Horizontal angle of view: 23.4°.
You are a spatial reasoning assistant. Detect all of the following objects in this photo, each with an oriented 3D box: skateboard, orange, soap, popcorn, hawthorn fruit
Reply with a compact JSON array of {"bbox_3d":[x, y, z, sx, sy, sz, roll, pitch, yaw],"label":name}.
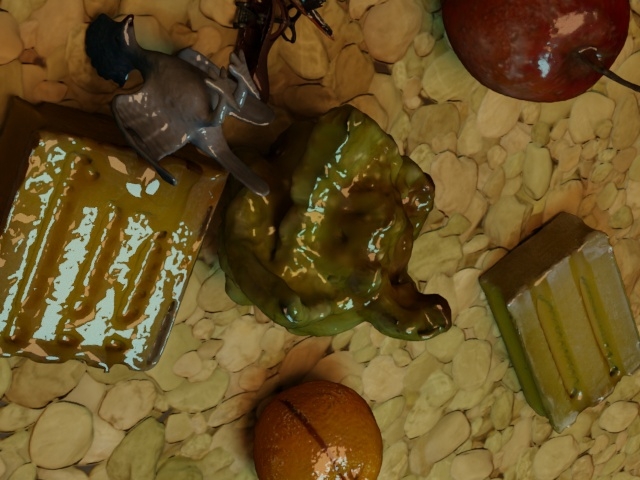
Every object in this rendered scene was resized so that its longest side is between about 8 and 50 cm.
[{"bbox_3d":[-0.069,-0.229,1.845,0.080,0.067,0.151,0,111,-46],"label":"skateboard"},{"bbox_3d":[0.000,0.288,2.113,0.193,0.161,0.193,-17,120,-32],"label":"orange"},{"bbox_3d":[0.370,0.125,2.339,0.199,0.091,0.315,-39,130,-13],"label":"soap"},{"bbox_3d":[-0.008,-0.008,1.857,0.325,0.290,0.321,-56,128,-39],"label":"popcorn"},{"bbox_3d":[-0.266,0.001,1.771,0.259,0.143,0.281,12,107,-35],"label":"soap"},{"bbox_3d":[0.275,-0.289,1.951,0.235,0.263,0.231,-2,95,-6],"label":"hawthorn fruit"}]

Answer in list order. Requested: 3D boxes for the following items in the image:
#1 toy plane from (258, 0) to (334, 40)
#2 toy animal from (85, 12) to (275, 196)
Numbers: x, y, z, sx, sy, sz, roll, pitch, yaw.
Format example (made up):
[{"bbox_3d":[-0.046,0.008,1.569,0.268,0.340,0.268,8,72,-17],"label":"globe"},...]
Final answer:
[{"bbox_3d":[-0.033,-0.304,1.790,0.188,0.062,0.135,42,51,-21],"label":"toy plane"},{"bbox_3d":[-0.149,-0.154,1.719,0.239,0.176,0.255,-37,106,-49],"label":"toy animal"}]
